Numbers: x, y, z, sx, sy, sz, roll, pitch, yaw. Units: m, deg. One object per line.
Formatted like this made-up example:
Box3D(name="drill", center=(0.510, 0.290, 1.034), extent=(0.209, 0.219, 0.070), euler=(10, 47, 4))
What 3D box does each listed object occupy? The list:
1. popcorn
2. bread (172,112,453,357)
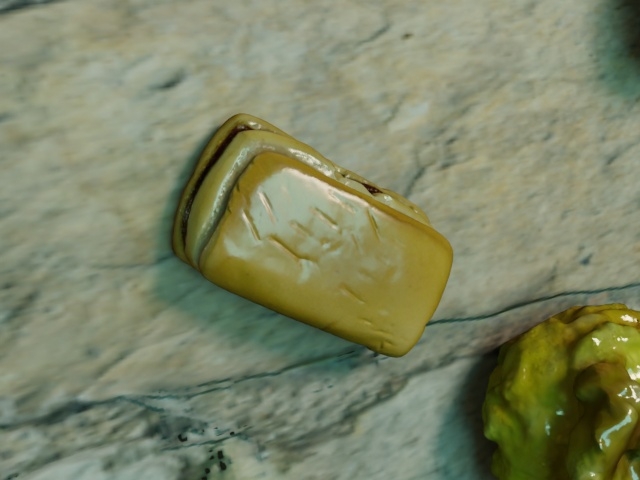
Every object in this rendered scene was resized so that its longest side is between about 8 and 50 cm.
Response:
Box3D(name="popcorn", center=(0.228, 0.145, 0.593), extent=(0.198, 0.156, 0.197), euler=(0, 91, -37))
Box3D(name="bread", center=(0.000, 0.000, 0.520), extent=(0.200, 0.077, 0.116), euler=(26, 92, -24))
